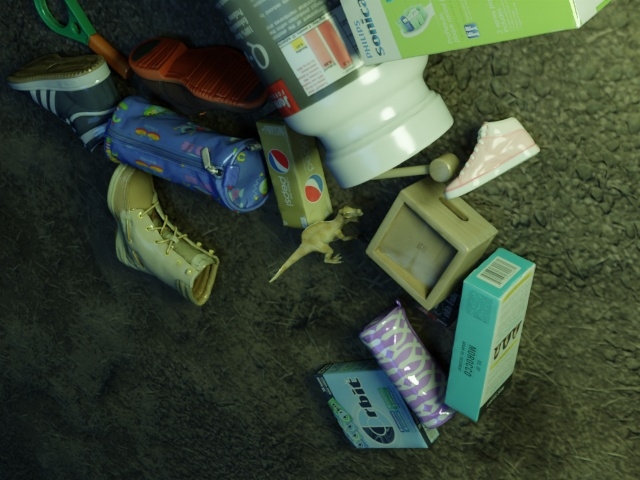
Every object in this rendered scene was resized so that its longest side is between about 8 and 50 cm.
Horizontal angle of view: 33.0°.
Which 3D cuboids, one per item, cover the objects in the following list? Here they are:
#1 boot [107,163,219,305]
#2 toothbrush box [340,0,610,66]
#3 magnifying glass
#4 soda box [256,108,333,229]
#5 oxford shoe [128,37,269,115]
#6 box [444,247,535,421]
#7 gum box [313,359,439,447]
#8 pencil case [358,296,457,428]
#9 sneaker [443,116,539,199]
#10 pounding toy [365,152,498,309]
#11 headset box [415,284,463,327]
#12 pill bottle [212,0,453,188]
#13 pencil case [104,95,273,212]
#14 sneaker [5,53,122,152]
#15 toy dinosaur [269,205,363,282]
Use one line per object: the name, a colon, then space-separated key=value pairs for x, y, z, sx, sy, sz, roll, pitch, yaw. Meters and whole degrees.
boot: x=-0.276 y=-0.014 z=1.919 sx=0.203 sy=0.095 sz=0.262 roll=31 pitch=138 yaw=24
toothbrush box: x=0.188 y=-0.299 z=1.174 sx=0.283 sy=0.206 sz=0.122 roll=-1 pitch=119 yaw=43
magnifying glass: x=-0.403 y=-0.357 z=1.835 sx=0.231 sy=0.026 sz=0.092 roll=44 pitch=140 yaw=12
soda box: x=-0.038 y=-0.110 z=1.646 sx=0.058 sy=0.061 sz=0.181 roll=11 pitch=127 yaw=38
oxford shoe: x=-0.175 y=-0.239 z=1.672 sx=0.271 sy=0.097 sz=0.098 roll=25 pitch=153 yaw=35
box: x=0.239 y=0.136 z=1.544 sx=0.060 sy=0.100 sz=0.244 roll=28 pitch=135 yaw=27
gum box: x=0.092 y=0.278 z=1.838 sx=0.184 sy=0.041 sz=0.157 roll=-13 pitch=110 yaw=47
pencil case: x=0.147 y=0.198 z=1.694 sx=0.088 sy=0.086 sz=0.206 roll=-36 pitch=95 yaw=16
sneaker: x=0.207 y=-0.109 z=1.387 sx=0.134 sy=0.051 sz=0.070 roll=-30 pitch=90 yaw=7
pounding toy: x=0.153 y=-0.044 z=1.501 sx=0.181 sy=0.094 sz=0.206 roll=43 pitch=131 yaw=17
headset box: x=0.181 y=0.086 z=1.613 sx=0.062 sy=0.032 sz=0.083 roll=34 pitch=139 yaw=20
pill bottle: x=0.008 y=-0.263 z=1.369 sx=0.210 sy=0.210 sz=0.363 roll=-20 pitch=104 yaw=49
pencil case: x=-0.215 y=-0.141 z=1.732 sx=0.306 sy=0.133 sz=0.119 roll=22 pitch=99 yaw=32
sneaker: x=-0.441 y=-0.241 z=1.900 sx=0.282 sy=0.099 sz=0.153 roll=9 pitch=133 yaw=46
toy dinosaur: x=0.000 y=0.000 z=1.662 sx=0.183 sy=0.092 sz=0.053 roll=-40 pitch=54 yaw=21
